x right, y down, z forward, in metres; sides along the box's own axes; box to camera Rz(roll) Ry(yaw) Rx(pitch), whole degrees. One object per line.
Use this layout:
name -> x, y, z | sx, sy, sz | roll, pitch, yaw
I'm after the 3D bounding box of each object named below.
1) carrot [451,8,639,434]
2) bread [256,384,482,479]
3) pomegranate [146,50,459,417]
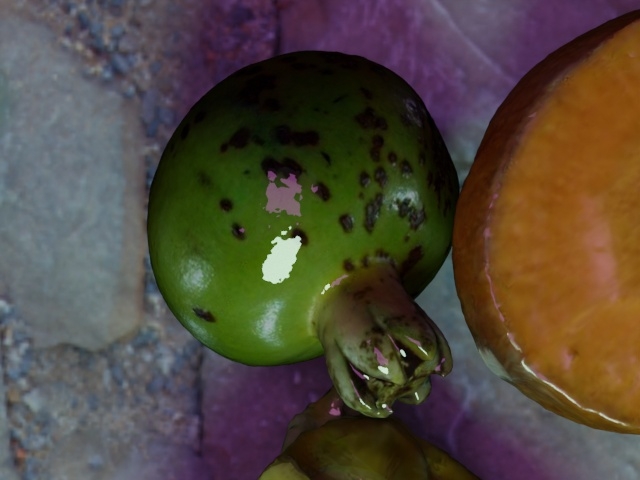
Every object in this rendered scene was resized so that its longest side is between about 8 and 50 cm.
carrot -> 0.220, -0.016, 1.149 | 0.307, 0.100, 0.258 | -34, 86, -18
bread -> 0.038, 0.239, 1.164 | 0.252, 0.238, 0.196 | 36, 130, 3
pomegranate -> 0.000, 0.000, 1.173 | 0.202, 0.202, 0.248 | -38, 56, 5
